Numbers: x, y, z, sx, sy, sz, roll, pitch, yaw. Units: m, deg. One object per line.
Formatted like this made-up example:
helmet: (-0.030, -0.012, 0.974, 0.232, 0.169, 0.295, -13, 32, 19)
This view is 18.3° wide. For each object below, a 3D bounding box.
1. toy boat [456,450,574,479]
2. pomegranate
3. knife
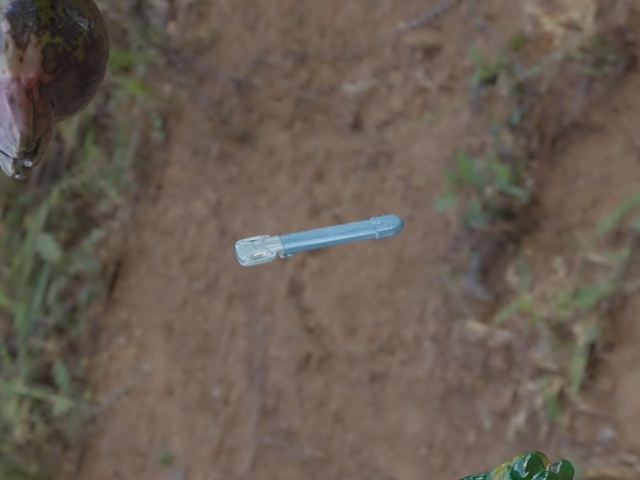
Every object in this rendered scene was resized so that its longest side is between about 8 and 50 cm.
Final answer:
toy boat: (0.038, 0.188, 0.904, 0.229, 0.089, 0.088, -56, 6, -1)
pomegranate: (-0.218, -0.127, 1.411, 0.163, 0.138, 0.125, -105, 10, -61)
knife: (0.000, 0.000, 1.101, 0.027, 0.096, 0.010, -113, 14, -58)
